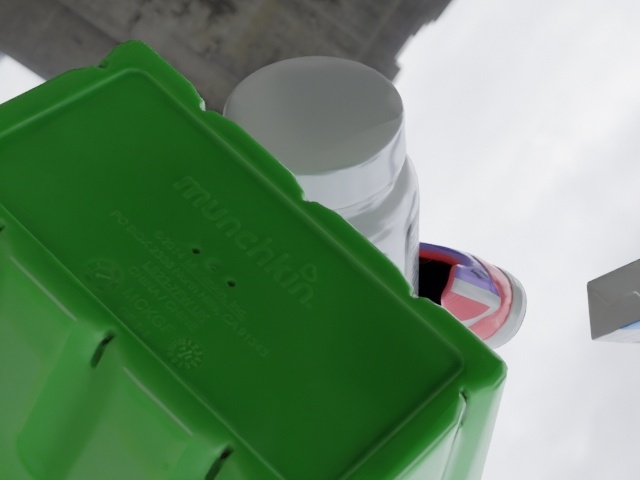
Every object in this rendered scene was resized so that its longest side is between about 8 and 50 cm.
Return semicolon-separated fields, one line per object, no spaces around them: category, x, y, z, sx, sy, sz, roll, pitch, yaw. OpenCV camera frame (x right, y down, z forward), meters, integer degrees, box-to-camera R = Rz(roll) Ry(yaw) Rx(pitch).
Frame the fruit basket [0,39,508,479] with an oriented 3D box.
fruit basket;-0.117;0.128;0.784;0.283;0.392;0.392;-36;-179;-39

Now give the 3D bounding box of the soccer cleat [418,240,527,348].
soccer cleat;0.052;0.032;1.322;0.318;0.116;0.108;12;-102;43

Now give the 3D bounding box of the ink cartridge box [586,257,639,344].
ink cartridge box;0.356;0.061;1.246;0.104;0.180;0.060;144;-52;-60

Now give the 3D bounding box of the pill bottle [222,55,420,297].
pill bottle;0.000;0.000;1.072;0.283;0.161;0.161;87;16;-46
